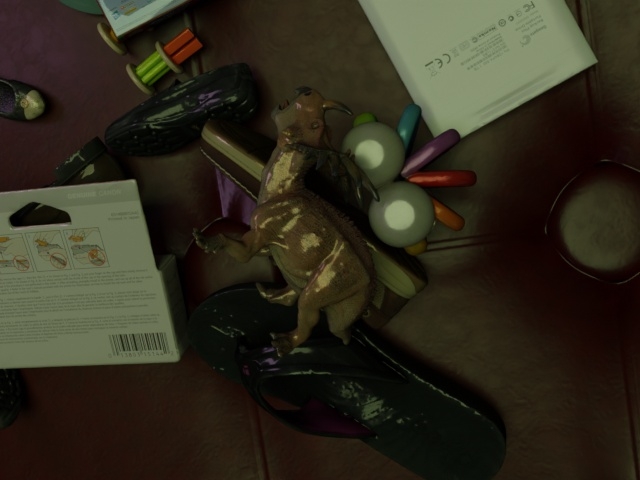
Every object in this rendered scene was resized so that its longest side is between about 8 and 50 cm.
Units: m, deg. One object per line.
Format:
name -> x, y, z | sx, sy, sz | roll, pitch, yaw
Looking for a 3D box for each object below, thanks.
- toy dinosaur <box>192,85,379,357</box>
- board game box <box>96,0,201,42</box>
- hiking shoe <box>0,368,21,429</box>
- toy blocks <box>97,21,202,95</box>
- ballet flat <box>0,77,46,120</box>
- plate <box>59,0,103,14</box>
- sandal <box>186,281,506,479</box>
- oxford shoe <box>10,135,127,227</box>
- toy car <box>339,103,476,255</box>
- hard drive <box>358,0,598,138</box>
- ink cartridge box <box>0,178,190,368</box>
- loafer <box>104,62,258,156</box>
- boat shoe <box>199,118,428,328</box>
toy dinosaur -> 0.000, 0.000, 0.803 | 0.200, 0.127, 0.295 | -30, 108, 8
board game box -> -0.166, -0.381, 0.927 | 0.281, 0.027, 0.145 | -28, 93, -3
hiking shoe -> -0.536, 0.200, 1.082 | 0.227, 0.086, 0.114 | 46, 116, 10
toy blocks -> -0.205, -0.284, 0.970 | 0.148, 0.054, 0.123 | -36, 87, 12
ballet flat -> -0.469, -0.207, 1.033 | 0.173, 0.049, 0.057 | 17, 100, 9
plate -> -0.298, -0.391, 0.954 | 0.188, 0.024, 0.188 | -2, 114, -5
sandal -> 0.025, 0.187, 0.928 | 0.446, 0.107, 0.167 | 24, 114, 8
oxford shoe -> -0.359, -0.038, 1.015 | 0.227, 0.083, 0.096 | -35, 106, 21
toy car -> 0.111, -0.081, 0.872 | 0.136, 0.159, 0.182 | -26, 89, 12
hard drive -> 0.165, -0.302, 0.899 | 0.210, 0.040, 0.318 | -29, 90, 13
ink cartridge box -> -0.344, 0.045, 0.995 | 0.296, 0.066, 0.261 | -4, 110, 11
loafer -> -0.186, -0.173, 0.974 | 0.223, 0.076, 0.078 | -17, 60, 17
boat shoe -> -0.029, -0.015, 0.928 | 0.342, 0.123, 0.123 | 37, 109, -6
